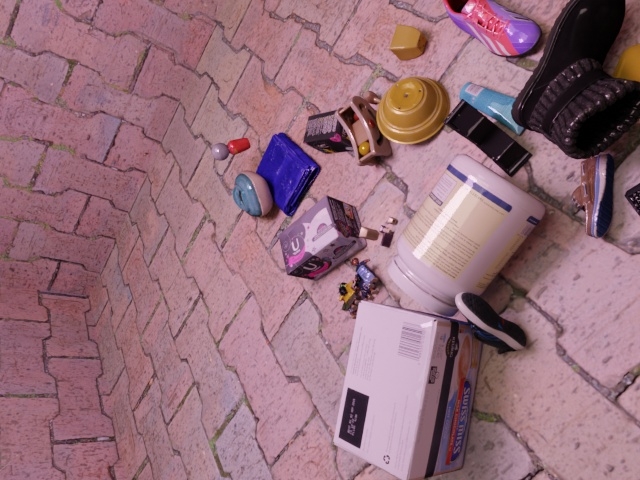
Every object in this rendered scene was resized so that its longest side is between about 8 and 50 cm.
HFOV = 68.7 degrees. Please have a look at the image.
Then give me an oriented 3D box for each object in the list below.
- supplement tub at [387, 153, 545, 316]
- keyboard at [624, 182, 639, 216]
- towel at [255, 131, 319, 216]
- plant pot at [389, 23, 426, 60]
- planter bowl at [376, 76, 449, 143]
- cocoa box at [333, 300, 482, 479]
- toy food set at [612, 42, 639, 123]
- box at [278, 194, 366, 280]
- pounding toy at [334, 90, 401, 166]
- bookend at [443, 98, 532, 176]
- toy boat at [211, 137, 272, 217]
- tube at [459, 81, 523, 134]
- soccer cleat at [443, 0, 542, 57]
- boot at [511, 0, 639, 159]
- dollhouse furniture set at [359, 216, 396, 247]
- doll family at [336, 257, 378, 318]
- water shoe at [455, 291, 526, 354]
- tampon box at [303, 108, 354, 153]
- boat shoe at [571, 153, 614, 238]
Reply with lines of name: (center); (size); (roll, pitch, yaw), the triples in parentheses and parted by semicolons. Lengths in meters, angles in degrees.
supplement tub: (0.326, -0.009, 1.093); (0.325, 0.235, 0.235); (-57, 44, 18)
keyboard: (0.687, -0.111, 0.880); (0.192, 0.038, 0.100); (-41, 52, 33)
towel: (-0.144, -0.265, 1.802); (0.228, 0.076, 0.308); (-57, 44, 18)
plant pot: (0.277, -0.611, 1.448); (0.083, 0.081, 0.081); (18, 92, 38)
planter bowl: (0.253, -0.394, 1.340); (0.217, 0.090, 0.217); (-6, 74, 21)
cocoa box: (0.212, 0.342, 1.115); (0.231, 0.227, 0.348); (6, 83, 48)
toy food set: (0.666, -0.324, 0.954); (0.218, 0.071, 0.128); (-68, 17, 4)
box: (0.000, 0.000, 1.515); (0.247, 0.142, 0.164); (-38, 53, 34)
pounding toy: (0.153, -0.375, 1.452); (0.154, 0.154, 0.270); (-30, 58, 38)
bookend: (0.405, -0.248, 1.138); (0.072, 0.156, 0.157); (-51, 47, 23)
toy boat: (-0.307, -0.236, 1.825); (0.267, 0.148, 0.319); (16, 126, 68)
tube: (0.450, -0.349, 1.205); (0.207, 0.052, 0.080); (44, 116, 39)
soccer cleat: (0.438, -0.579, 1.232); (0.109, 0.116, 0.318); (-53, 45, 22)
boot: (0.562, -0.350, 0.957); (0.260, 0.131, 0.348); (-101, 31, -65)
dollhouse furniture set: (0.151, -0.040, 1.387); (0.081, 0.114, 0.091); (20, 96, 53)
doll family: (0.107, 0.138, 1.414); (0.193, 0.076, 0.111); (-52, 42, 16)
water shoe: (0.359, 0.192, 1.031); (0.080, 0.203, 0.073); (-43, 17, 41)
tampon box: (0.042, -0.366, 1.595); (0.160, 0.120, 0.102); (4, 81, 48)
boat shoe: (0.572, -0.090, 0.986); (0.066, 0.066, 0.183); (-3, 66, 52)
